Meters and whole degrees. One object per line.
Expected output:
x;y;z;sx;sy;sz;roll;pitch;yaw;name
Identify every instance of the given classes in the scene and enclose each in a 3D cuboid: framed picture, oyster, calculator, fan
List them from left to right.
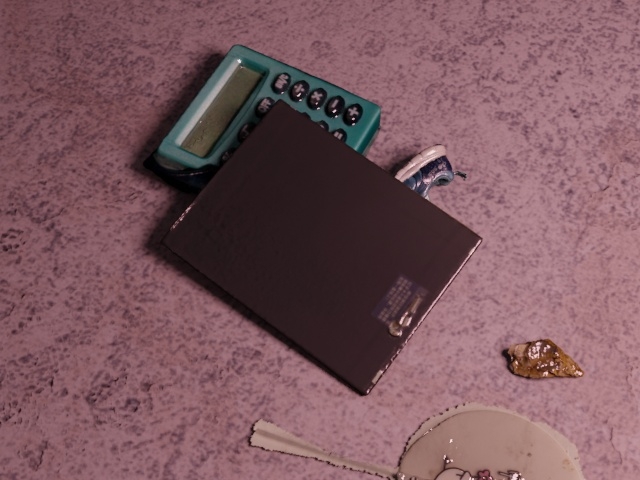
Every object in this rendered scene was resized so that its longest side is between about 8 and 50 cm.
-0.072;-0.141;1.358;0.274;0.058;0.248;25;64;13;calculator
0.000;0.000;1.254;0.338;0.014;0.255;35;78;13;framed picture
0.115;0.282;1.136;0.414;0.012;0.233;12;60;7;fan
0.280;0.146;1.204;0.093;0.034;0.051;-2;67;-5;oyster

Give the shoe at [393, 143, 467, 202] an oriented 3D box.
0.127;-0.068;1.315;0.143;0.064;0.071;-39;83;-15;shoe
